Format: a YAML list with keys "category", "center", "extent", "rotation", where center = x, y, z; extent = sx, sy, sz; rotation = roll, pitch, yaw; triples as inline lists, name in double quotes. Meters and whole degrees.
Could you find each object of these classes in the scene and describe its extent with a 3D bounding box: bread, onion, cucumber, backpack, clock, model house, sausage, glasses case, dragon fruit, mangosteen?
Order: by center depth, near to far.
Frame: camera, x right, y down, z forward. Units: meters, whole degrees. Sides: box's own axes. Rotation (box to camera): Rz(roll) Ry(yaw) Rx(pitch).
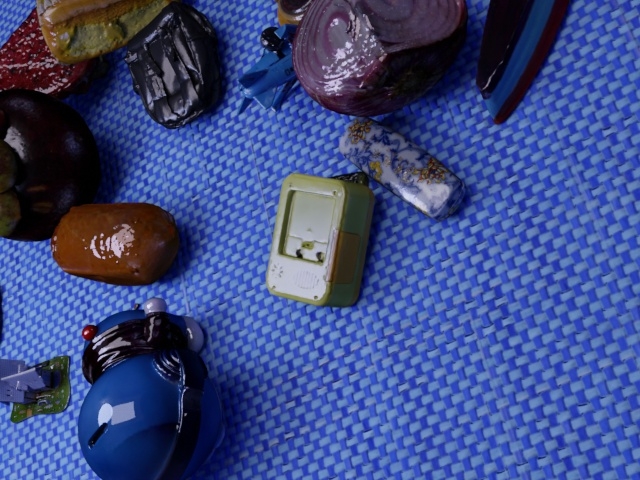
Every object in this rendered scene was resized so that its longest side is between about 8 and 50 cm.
- category: "onion"
  center: [0.088, -0.312, 1.503]
  extent: [0.230, 0.256, 0.272]
  rotation: [118, 153, -49]
- category: "glasses case"
  center: [0.127, -0.119, 1.515]
  extent: [0.248, 0.065, 0.087]
  rotation: [38, 95, 38]
- category: "clock"
  center: [0.000, 0.000, 1.526]
  extent: [0.143, 0.096, 0.202]
  rotation: [12, 92, 34]
- category: "cucumber"
  center: [0.005, -0.088, 1.609]
  extent: [0.163, 0.043, 0.039]
  rotation: [-6, 33, 31]
- category: "sausage"
  center: [-0.377, 0.006, 1.763]
  extent: [0.268, 0.153, 0.141]
  rotation: [0, 74, 34]
- category: "backpack"
  center: [-0.281, -0.332, 1.842]
  extent: [0.206, 0.133, 0.258]
  rotation: [-31, 66, 26]
- category: "model house"
  center: [-0.574, 0.281, 1.844]
  extent: [0.167, 0.088, 0.117]
  rotation: [-16, 65, 30]
- category: "mangosteen"
  center: [-0.596, -0.142, 1.845]
  extent: [0.306, 0.347, 0.307]
  rotation: [4, 100, 20]
- category: "bread"
  center: [-0.422, -0.462, 1.896]
  extent: [0.288, 0.152, 0.119]
  rotation: [-25, 50, -18]
- category: "dragon fruit"
  center: [-0.555, -0.367, 2.036]
  extent: [0.205, 0.152, 0.317]
  rotation: [35, 81, 20]

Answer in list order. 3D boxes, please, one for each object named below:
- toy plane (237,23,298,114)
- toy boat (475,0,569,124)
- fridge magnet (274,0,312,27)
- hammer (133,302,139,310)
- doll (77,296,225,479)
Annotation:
- category: "toy plane"
  center: [-0.041, -0.323, 1.635]
  extent: [0.105, 0.254, 0.271]
  rotation: [41, 71, 10]
- category: "toy boat"
  center: [0.315, -0.374, 1.476]
  extent: [0.136, 0.079, 0.392]
  rotation: [11, 78, 38]
- category: "fridge magnet"
  center: [-0.022, -0.438, 1.730]
  extent: [0.143, 0.063, 0.143]
  rotation: [-13, 65, 30]
- category: "hammer"
  center: [-0.363, 0.176, 1.784]
  extent: [0.029, 0.014, 0.123]
  rotation: [12, 78, 28]
- category: "doll"
  center: [-0.285, 0.268, 1.567]
  extent: [0.284, 0.240, 0.310]
  rotation: [-52, 46, 27]
